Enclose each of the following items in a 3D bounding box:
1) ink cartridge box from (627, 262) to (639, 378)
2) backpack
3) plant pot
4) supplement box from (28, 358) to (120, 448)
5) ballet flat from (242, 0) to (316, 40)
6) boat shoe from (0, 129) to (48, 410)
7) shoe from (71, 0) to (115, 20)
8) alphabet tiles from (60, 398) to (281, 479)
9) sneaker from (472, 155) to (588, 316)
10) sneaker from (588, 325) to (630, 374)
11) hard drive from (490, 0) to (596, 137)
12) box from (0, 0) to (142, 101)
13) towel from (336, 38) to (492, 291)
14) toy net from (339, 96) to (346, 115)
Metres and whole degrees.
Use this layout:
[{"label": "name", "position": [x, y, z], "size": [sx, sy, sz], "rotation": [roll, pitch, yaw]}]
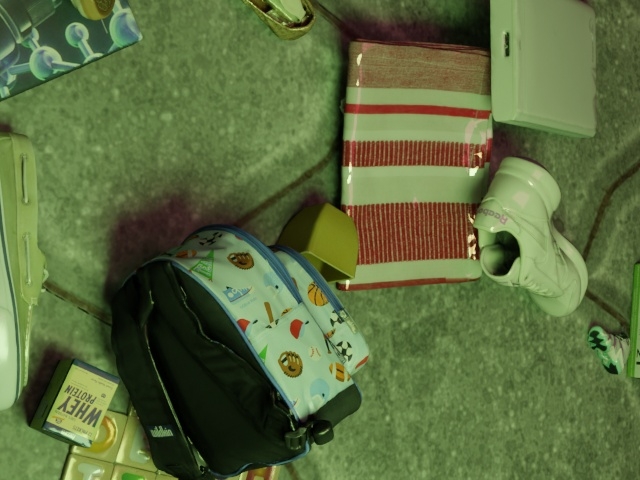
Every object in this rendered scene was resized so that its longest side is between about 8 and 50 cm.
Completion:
[{"label": "ink cartridge box", "position": [0.610, 0.130, 1.812], "size": [0.097, 0.255, 0.188], "rotation": [8, 84, -35]}, {"label": "backpack", "position": [-0.095, 0.113, 1.316], "size": [0.263, 0.276, 0.213], "rotation": [54, 47, -8]}, {"label": "plant pot", "position": [0.000, 0.000, 1.490], "size": [0.081, 0.081, 0.083], "rotation": [30, 65, -31]}, {"label": "supplement box", "position": [-0.269, 0.177, 1.284], "size": [0.056, 0.083, 0.083], "rotation": [28, 73, -19]}, {"label": "ballet flat", "position": [-0.081, -0.323, 1.441], "size": [0.206, 0.067, 0.073], "rotation": [33, 75, -30]}, {"label": "boat shoe", "position": [-0.332, 0.026, 1.236], "size": [0.094, 0.109, 0.302], "rotation": [-5, 89, -37]}, {"label": "shoe", "position": [-0.236, -0.312, 1.088], "size": [0.076, 0.058, 0.219], "rotation": [-32, 115, -66]}, {"label": "alphabet tiles", "position": [-0.186, 0.336, 1.393], "size": [0.285, 0.011, 0.342], "rotation": [22, 77, -33]}, {"label": "sneaker", "position": [0.279, 0.024, 1.641], "size": [0.152, 0.114, 0.305], "rotation": [-53, 136, -23]}, {"label": "sneaker", "position": [0.457, 0.154, 1.840], "size": [0.069, 0.038, 0.098], "rotation": [-48, 125, -28]}, {"label": "hard drive", "position": [0.323, -0.258, 1.677], "size": [0.307, 0.040, 0.203], "rotation": [0, 89, -57]}, {"label": "box", "position": [-0.424, -0.241, 1.109], "size": [0.395, 0.212, 0.293], "rotation": [-31, 106, -32]}, {"label": "towel", "position": [0.131, -0.099, 1.571], "size": [0.237, 0.037, 0.329], "rotation": [-2, 100, -31]}, {"label": "toy net", "position": [0.130, -0.202, 1.604], "size": [0.232, 0.045, 0.122], "rotation": [-6, 94, -35]}]
